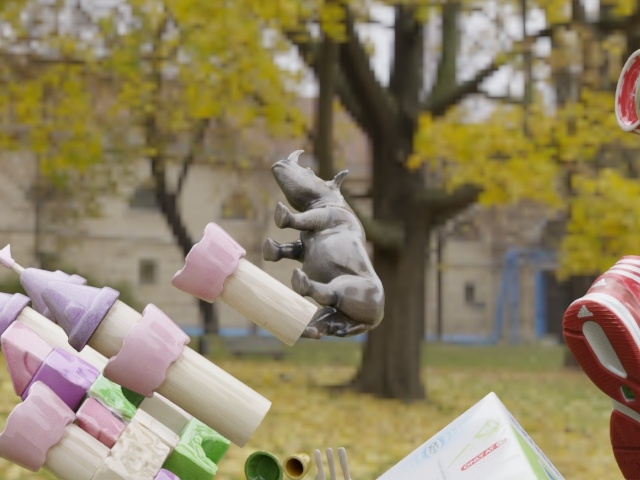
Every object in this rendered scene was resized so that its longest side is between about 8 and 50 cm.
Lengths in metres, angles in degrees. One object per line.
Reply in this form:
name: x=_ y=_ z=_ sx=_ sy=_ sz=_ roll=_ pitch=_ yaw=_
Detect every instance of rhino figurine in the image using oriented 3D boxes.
rhino figurine: x=0.000 y=0.000 z=1.771 sx=0.106 sy=0.243 sz=0.073 roll=8 pitch=-44 yaw=-24

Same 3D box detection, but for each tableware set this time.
tableware set: x=-0.014 y=0.253 z=1.523 sx=0.104 sy=0.154 sz=0.024 roll=-8 pitch=6 yaw=25

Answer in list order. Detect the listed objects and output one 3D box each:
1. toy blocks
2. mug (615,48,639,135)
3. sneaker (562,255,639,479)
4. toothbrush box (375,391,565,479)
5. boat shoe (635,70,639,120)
toy blocks: x=-0.203 y=0.131 z=1.448 sx=0.260 sy=0.309 sz=0.288 roll=33 pitch=19 yaw=-2
mug: x=0.417 y=-0.152 z=1.878 sx=0.169 sy=0.113 sz=0.150 roll=10 pitch=-19 yaw=-15
sneaker: x=0.287 y=0.110 z=1.444 sx=0.087 sy=0.221 sz=0.128 roll=-3 pitch=30 yaw=42
toothbrush box: x=0.077 y=0.236 z=1.035 sx=0.206 sy=0.122 sz=0.283 roll=-38 pitch=13 yaw=6
boat shoe: x=0.425 y=-0.128 z=1.569 sx=0.187 sy=0.156 sz=0.500 roll=10 pitch=-10 yaw=-18
